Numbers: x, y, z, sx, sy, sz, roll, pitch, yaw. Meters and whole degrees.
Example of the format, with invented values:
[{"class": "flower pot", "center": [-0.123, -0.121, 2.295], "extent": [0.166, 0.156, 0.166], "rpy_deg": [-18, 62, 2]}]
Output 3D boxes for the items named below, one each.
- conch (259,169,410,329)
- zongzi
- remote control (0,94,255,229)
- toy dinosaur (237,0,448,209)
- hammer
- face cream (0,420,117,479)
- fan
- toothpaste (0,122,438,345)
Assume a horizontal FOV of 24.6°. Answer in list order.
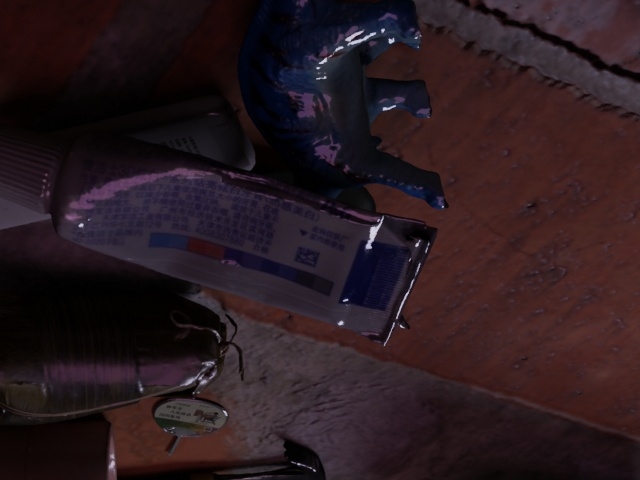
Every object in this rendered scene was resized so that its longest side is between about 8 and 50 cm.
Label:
[{"class": "conch", "center": [-0.002, 0.006, 0.989], "extent": [0.180, 0.065, 0.088], "rpy_deg": [37, 128, -18]}, {"class": "zongzi", "center": [-0.161, 0.100, 1.088], "extent": [0.187, 0.084, 0.184], "rpy_deg": [2, 153, -13]}, {"class": "remote control", "center": [-0.172, -0.045, 0.951], "extent": [0.261, 0.029, 0.067], "rpy_deg": [-12, 139, 12]}, {"class": "toy dinosaur", "center": [0.010, -0.092, 0.873], "extent": [0.144, 0.076, 0.329], "rpy_deg": [3, 131, 0]}, {"class": "hammer", "center": [-0.096, 0.205, 1.246], "extent": [0.201, 0.021, 0.078], "rpy_deg": [-6, 139, 1]}, {"class": "face cream", "center": [-0.215, 0.217, 1.153], "extent": [0.104, 0.149, 0.149], "rpy_deg": [-1, 139, -5]}, {"class": "fan", "center": [-0.103, 0.151, 1.197], "extent": [0.060, 0.003, 0.080], "rpy_deg": [-6, 139, 4]}, {"class": "toothpaste", "center": [-0.077, -0.014, 0.893], "extent": [0.282, 0.068, 0.099], "rpy_deg": [16, 166, -3]}]
